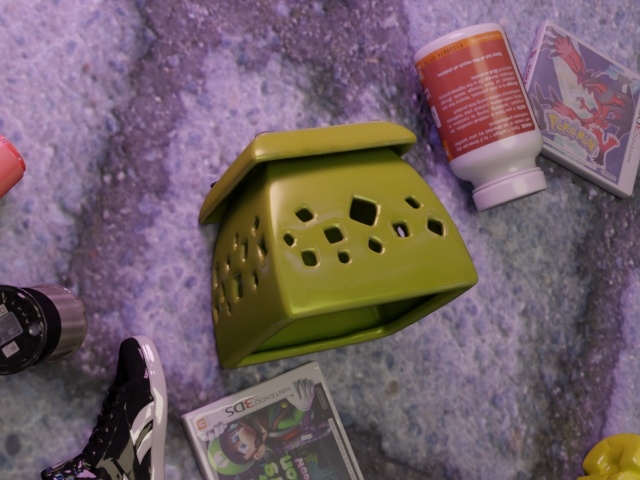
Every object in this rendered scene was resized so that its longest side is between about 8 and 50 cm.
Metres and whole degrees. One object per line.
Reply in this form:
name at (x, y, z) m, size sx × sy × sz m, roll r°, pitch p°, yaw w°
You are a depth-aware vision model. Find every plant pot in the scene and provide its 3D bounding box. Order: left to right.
plant pot at (0.000, 0.000, 1.215) m, size 0.228 × 0.227 × 0.207 m, roll -10°, pitch 76°, yaw -26°

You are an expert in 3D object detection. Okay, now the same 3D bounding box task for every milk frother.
milk frother at (-0.313, 0.060, 1.091) m, size 0.129 × 0.135 × 0.143 m, roll -14°, pitch 87°, yaw 3°

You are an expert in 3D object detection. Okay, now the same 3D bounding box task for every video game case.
video game case at (-0.043, 0.250, 1.241) m, size 0.173 × 0.022 × 0.190 m, roll -20°, pitch 87°, yaw -28°
video game case at (0.363, -0.179, 1.536) m, size 0.201 × 0.023 × 0.183 m, roll 26°, pitch 68°, yaw -18°

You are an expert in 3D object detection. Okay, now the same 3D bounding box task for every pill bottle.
pill bottle at (0.204, -0.151, 1.398) m, size 0.121 × 0.121 × 0.216 m, roll -16°, pitch 85°, yaw -28°

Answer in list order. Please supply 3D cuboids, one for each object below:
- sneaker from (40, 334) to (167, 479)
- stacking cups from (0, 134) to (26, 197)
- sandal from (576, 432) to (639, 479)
sneaker at (-0.221, 0.204, 1.134) m, size 0.121 × 0.079 × 0.216 m, roll 1°, pitch 79°, yaw -27°
stacking cups at (-0.420, 0.007, 1.082) m, size 0.096 × 0.096 × 0.316 m, roll 43°, pitch 62°, yaw -10°
sandal at (0.341, 0.388, 1.339) m, size 0.138 × 0.126 × 0.317 m, roll 46°, pitch 65°, yaw -13°
